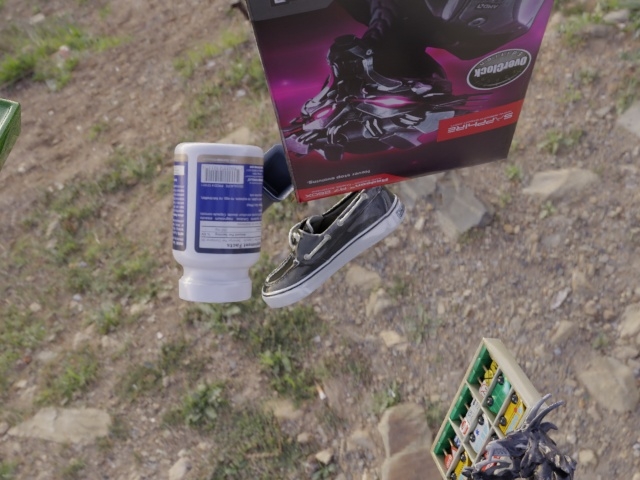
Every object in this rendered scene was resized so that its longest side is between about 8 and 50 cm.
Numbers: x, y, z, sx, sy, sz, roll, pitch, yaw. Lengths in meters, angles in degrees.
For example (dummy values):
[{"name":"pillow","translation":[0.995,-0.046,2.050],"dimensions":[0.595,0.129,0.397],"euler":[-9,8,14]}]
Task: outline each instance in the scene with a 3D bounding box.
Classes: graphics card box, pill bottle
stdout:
[{"name":"graphics card box","translation":[0.064,-0.164,0.671],"dimensions":[0.233,0.371,0.094],"euler":[-11,67,0]},{"name":"pill bottle","translation":[-0.177,-0.032,1.345],"dimensions":[0.153,0.153,0.264],"euler":[4,95,13]}]

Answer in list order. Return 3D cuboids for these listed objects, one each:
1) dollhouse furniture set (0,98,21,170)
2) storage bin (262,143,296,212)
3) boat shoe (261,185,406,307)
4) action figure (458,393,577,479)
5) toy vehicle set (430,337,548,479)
[{"name":"dollhouse furniture set","translation":[-0.443,-0.005,0.835],"dimensions":[0.151,0.197,0.301],"euler":[13,42,-11]},{"name":"storage bin","translation":[-0.093,-0.101,1.478],"dimensions":[0.098,0.091,0.135],"euler":[42,41,-3]},{"name":"boat shoe","translation":[0.000,0.000,0.959],"dimensions":[0.219,0.070,0.077],"euler":[-38,21,20]},{"name":"action figure","translation":[0.223,0.318,0.904],"dimensions":[0.141,0.164,0.275],"euler":[2,88,-8]},{"name":"toy vehicle set","translation":[0.271,0.317,1.298],"dimensions":[0.035,0.266,0.166],"euler":[5,30,-22]}]
